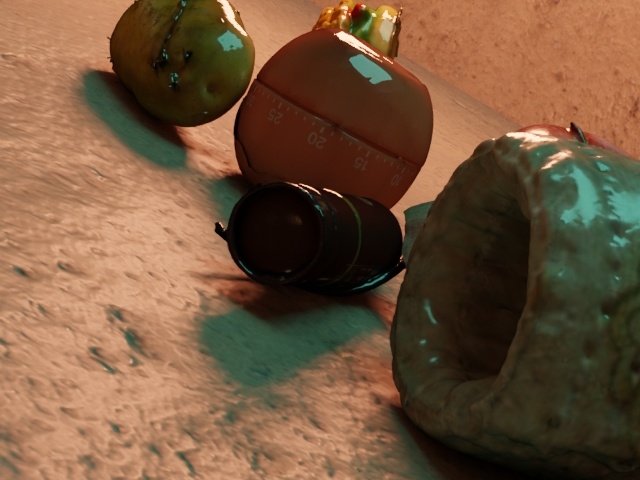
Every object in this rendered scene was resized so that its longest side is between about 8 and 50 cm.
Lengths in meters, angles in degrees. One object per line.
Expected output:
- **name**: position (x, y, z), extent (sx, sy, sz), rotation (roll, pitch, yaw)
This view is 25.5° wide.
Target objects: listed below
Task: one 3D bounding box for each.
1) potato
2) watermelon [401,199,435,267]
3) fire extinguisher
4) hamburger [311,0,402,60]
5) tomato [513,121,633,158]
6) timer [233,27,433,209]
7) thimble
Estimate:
- **potato**: position (-0.177, -0.243, 1.788), extent (0.140, 0.173, 0.300), rotation (28, 10, -29)
- **watermelon**: position (0.159, 0.064, 1.474), extent (0.202, 0.207, 0.136), rotation (-19, 19, -15)
- **fire extinguisher**: position (0.000, 0.000, 1.419), extent (0.141, 0.105, 0.341), rotation (12, 1, 18)
- **hamburger**: position (0.048, -0.291, 2.318), extent (0.149, 0.237, 0.237), rotation (11, 13, 4)
- **tomato**: position (0.310, -0.015, 1.809), extent (0.270, 0.227, 0.270), rotation (22, 35, -16)
- **timer**: position (0.016, -0.131, 1.687), extent (0.230, 0.215, 0.229), rotation (33, 10, -7)
- **thimble**: position (0.198, 0.066, 1.204), extent (0.195, 0.291, 0.291), rotation (16, 17, -19)
